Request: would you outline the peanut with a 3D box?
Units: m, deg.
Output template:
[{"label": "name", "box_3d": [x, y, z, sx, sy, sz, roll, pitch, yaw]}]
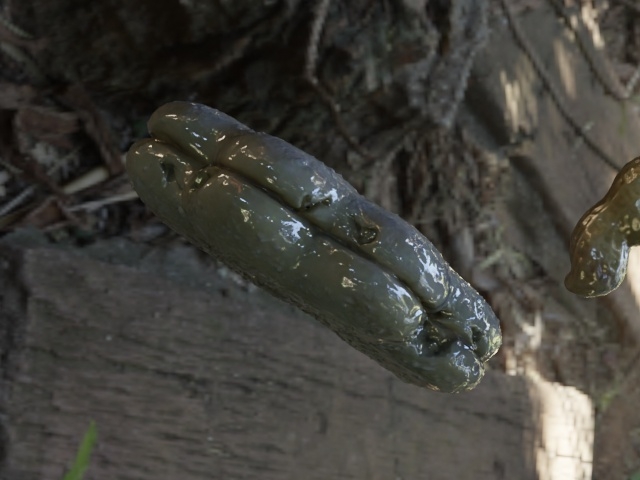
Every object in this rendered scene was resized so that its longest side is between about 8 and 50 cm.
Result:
[{"label": "peanut", "box_3d": [0.393, -0.022, 1.614, 0.228, 0.104, 0.086, -48, 138, 2]}]

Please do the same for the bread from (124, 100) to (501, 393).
[{"label": "bread", "box_3d": [-0.003, 0.005, 0.977, 0.337, 0.183, 0.102, 34, 84, 0]}]
